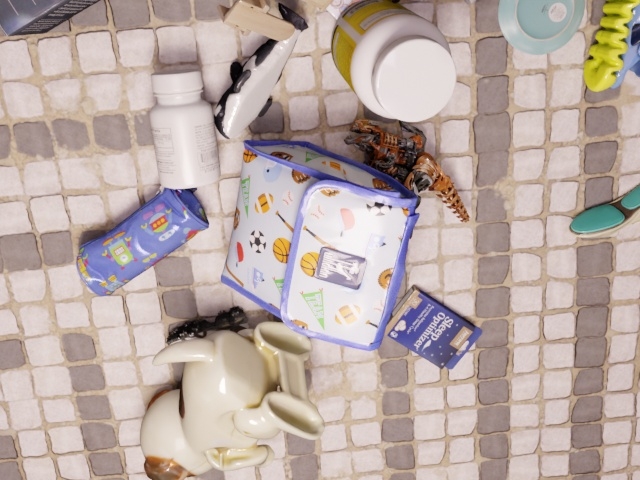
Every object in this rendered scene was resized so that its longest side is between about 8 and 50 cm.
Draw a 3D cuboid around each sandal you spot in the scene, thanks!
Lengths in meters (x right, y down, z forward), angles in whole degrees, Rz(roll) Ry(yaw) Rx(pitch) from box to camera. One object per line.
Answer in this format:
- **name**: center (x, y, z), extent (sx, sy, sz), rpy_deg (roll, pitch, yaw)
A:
- **sandal**: center (0.661, -0.460, 1.427), extent (0.138, 0.126, 0.317), rpy_deg (7, 117, -10)

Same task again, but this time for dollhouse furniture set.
- **dollhouse furniture set**: center (-0.087, -0.611, 1.313), extent (0.173, 0.356, 0.303), rpy_deg (7, 142, -44)

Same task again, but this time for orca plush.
- **orca plush**: center (-0.149, -0.354, 1.411), extent (0.102, 0.151, 0.287), rpy_deg (33, 107, 19)

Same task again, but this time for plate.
- **plate**: center (0.468, -0.486, 1.448), extent (0.188, 0.024, 0.188), rpy_deg (-1, 108, -3)

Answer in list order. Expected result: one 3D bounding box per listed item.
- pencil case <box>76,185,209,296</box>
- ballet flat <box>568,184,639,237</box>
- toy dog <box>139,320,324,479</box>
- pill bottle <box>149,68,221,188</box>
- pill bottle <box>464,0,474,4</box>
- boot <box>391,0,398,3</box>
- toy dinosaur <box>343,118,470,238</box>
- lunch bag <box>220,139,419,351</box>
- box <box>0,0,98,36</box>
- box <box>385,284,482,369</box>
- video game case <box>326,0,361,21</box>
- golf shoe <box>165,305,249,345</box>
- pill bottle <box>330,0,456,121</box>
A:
- **pencil case**: center (-0.389, -0.006, 1.500), extent (0.306, 0.119, 0.133), rpy_deg (-34, 104, 8)
- **ballet flat**: center (0.695, -0.054, 1.588), extent (0.248, 0.086, 0.086), rpy_deg (-27, 109, 4)
- **toy dog**: center (-0.244, 0.395, 1.548), extent (0.395, 0.285, 0.408), rpy_deg (18, 131, -40)
- **pill bottle**: center (-0.283, -0.232, 1.424), extent (0.131, 0.131, 0.229), rpy_deg (-5, 109, -2)
- **pill bottle**: center (0.347, -0.562, 1.370), extent (0.184, 0.103, 0.103), rpy_deg (-42, 107, 9)
- **boot**: center (0.155, -0.533, 1.328), extent (0.106, 0.219, 0.082), rpy_deg (48, 131, -8)
- **toy dinosaur**: center (0.187, -0.131, 1.492), extent (0.322, 0.164, 0.218), rpy_deg (31, 88, 8)
- **lunch bag**: center (0.000, 0.000, 1.376), extent (0.239, 0.385, 0.328), rpy_deg (-11, 121, -47)
- **box**: center (-0.458, -0.597, 1.245), extent (0.395, 0.212, 0.294), rpy_deg (-29, 108, 5)
- **box**: center (0.275, 0.221, 1.672), extent (0.225, 0.036, 0.136), rpy_deg (32, 104, -15)
- **video game case**: center (0.065, -0.531, 1.406), extent (0.143, 0.019, 0.157), rpy_deg (42, 102, -16)
- **golf shoe**: center (-0.261, 0.229, 1.614), extent (0.198, 0.077, 0.094), rpy_deg (-17, 110, 3)
- **pill bottle**: center (0.135, -0.340, 1.299), extent (0.187, 0.334, 0.188), rpy_deg (-4, 118, -8)
